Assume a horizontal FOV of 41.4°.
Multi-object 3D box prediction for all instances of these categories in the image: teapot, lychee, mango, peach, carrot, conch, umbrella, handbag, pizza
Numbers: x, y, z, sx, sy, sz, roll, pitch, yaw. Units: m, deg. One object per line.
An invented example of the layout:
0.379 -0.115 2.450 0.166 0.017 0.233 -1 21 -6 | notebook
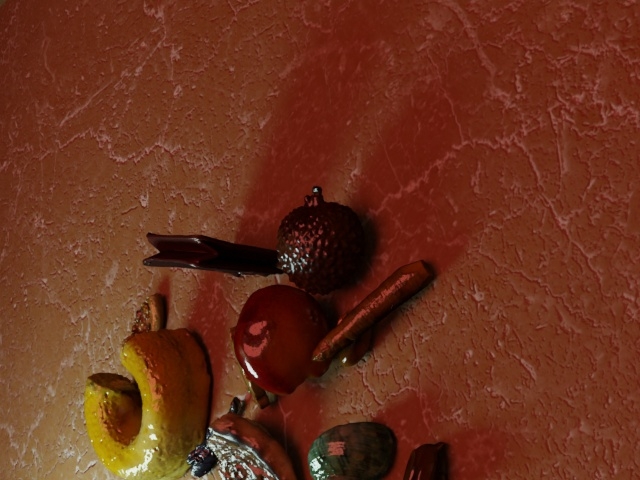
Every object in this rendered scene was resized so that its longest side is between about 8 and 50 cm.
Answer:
0.206 0.446 1.620 0.098 0.078 0.129 111 176 -78 | teapot
0.000 0.000 1.840 0.200 0.200 0.238 4 101 48 | lychee
0.072 0.210 1.813 0.077 0.063 0.127 13 97 41 | mango
-0.091 0.215 1.860 0.199 0.243 0.243 -32 60 45 | peach
0.097 0.149 1.741 0.314 0.066 0.066 -40 54 15 | carrot
0.055 0.462 1.745 0.175 0.122 0.188 11 95 24 | conch
-0.263 0.497 2.124 0.248 0.071 0.071 -56 47 22 | umbrella
-0.258 0.038 2.048 0.260 0.275 0.084 -1 81 46 | handbag
-0.505 0.270 2.436 0.127 0.058 0.246 46 116 41 | pizza

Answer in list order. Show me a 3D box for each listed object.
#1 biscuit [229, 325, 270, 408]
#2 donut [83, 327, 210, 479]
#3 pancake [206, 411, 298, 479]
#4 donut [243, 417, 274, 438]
-0.181 0.286 2.019 0.239 0.041 0.212 -123 10 -61 | biscuit
-0.472 0.458 2.271 0.435 0.163 0.378 -43 60 31 | donut
-0.160 0.497 1.944 0.257 0.056 0.212 -4 105 31 | pancake
-0.187 0.478 2.031 0.166 0.065 0.108 -41 78 37 | donut
